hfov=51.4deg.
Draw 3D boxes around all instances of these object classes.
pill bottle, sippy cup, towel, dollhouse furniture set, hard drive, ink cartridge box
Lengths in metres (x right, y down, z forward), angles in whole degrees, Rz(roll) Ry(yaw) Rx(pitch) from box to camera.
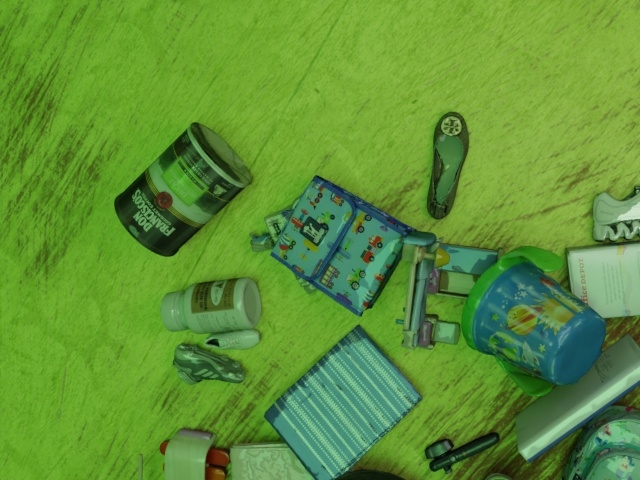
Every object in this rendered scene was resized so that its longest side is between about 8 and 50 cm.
[{"bbox_3d":[-0.277,0.168,1.677,0.229,0.131,0.131,-8,94,16],"label":"pill bottle"},{"bbox_3d":[0.454,0.178,1.386,0.240,0.305,0.224,-51,40,-4],"label":"sippy cup"},{"bbox_3d":[0.052,0.407,1.627,0.336,0.040,0.243,-43,76,2],"label":"towel"},{"bbox_3d":[0.278,0.132,1.436,0.198,0.303,0.287,7,98,15],"label":"dollhouse furniture set"},{"bbox_3d":[0.559,0.333,1.429,0.318,0.210,0.040,-42,85,15],"label":"hard drive"},{"bbox_3d":[-0.066,0.674,1.664,0.316,0.053,0.332,-6,85,12],"label":"towel"},{"bbox_3d":[0.649,0.083,1.441,0.212,0.093,0.155,-7,93,14],"label":"ink cartridge box"}]

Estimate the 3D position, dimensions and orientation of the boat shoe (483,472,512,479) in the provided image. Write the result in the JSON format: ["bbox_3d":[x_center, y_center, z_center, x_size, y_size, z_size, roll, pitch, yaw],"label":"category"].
[{"bbox_3d":[0.402,0.680,1.564,0.113,0.103,0.303,15,100,26],"label":"boat shoe"}]

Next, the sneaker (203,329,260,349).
[{"bbox_3d":[-0.229,0.261,1.711,0.152,0.061,0.054,-8,92,14],"label":"sneaker"}]

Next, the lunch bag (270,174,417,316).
[{"bbox_3d":[0.038,0.000,1.556,0.293,0.138,0.221,31,102,13],"label":"lunch bag"}]

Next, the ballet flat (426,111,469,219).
[{"bbox_3d":[0.288,-0.171,1.528,0.084,0.058,0.250,12,99,13],"label":"ballet flat"}]

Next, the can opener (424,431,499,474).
[{"bbox_3d":[0.340,0.502,1.584,0.186,0.059,0.073,-25,88,16],"label":"can opener"}]

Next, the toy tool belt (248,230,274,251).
[{"bbox_3d":[-0.137,-0.002,1.664,0.083,0.052,0.051,-10,102,15],"label":"toy tool belt"}]

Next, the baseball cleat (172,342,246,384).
[{"bbox_3d":[-0.291,0.342,1.742,0.205,0.072,0.110,24,115,16],"label":"baseball cleat"}]

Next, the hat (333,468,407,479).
[{"bbox_3d":[0.137,0.702,1.536,0.331,0.134,0.332,0,90,-6],"label":"hat"}]

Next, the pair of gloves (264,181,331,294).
[{"bbox_3d":[0.000,0.000,1.630,0.204,0.042,0.240,-30,94,10],"label":"pair of gloves"}]

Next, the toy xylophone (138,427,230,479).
[{"bbox_3d":[-0.374,0.661,1.780,0.236,0.081,0.323,12,99,14],"label":"toy xylophone"}]

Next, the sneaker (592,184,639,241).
[{"bbox_3d":[0.726,-0.067,1.403,0.291,0.110,0.118,-6,85,15],"label":"sneaker"}]

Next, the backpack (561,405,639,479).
[{"bbox_3d":[0.663,0.498,1.439,0.225,0.191,0.254,22,96,13],"label":"backpack"}]

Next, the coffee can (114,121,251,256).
[{"bbox_3d":[-0.336,-0.123,1.627,0.275,0.201,0.201,-41,85,15],"label":"coffee can"}]
